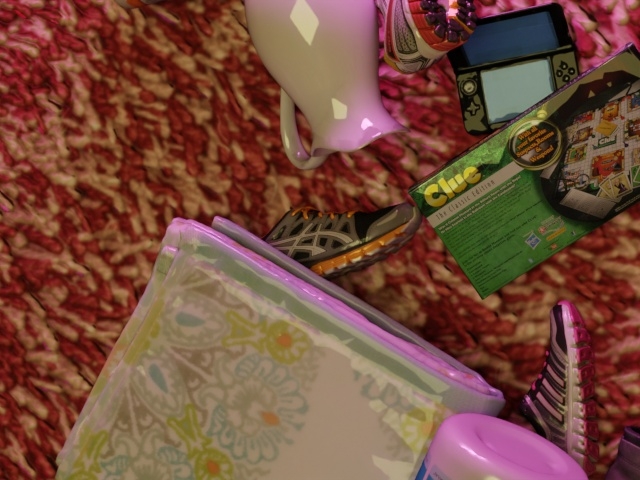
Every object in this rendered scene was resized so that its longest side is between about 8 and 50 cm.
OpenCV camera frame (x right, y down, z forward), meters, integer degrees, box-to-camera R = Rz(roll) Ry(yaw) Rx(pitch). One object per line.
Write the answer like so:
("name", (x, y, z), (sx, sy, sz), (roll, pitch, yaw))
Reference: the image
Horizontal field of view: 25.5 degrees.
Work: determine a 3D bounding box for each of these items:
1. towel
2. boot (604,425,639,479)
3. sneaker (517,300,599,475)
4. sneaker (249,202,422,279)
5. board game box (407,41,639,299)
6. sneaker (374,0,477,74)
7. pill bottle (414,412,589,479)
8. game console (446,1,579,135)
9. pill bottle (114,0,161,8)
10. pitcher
("towel", (-0.052, 0.191, 1.387), (0.374, 0.090, 0.320), (31, 103, 14))
("boot", (0.378, 0.342, 1.317), (0.338, 0.118, 0.223), (35, 100, 13))
("sneaker", (0.227, 0.145, 1.383), (0.075, 0.063, 0.170), (-5, 85, 26))
("sneaker", (0.000, 0.000, 1.437), (0.215, 0.084, 0.083), (-21, 80, 17))
("board game box", (0.228, -0.065, 1.377), (0.259, 0.030, 0.136), (-33, 99, 15))
("sneaker", (0.087, -0.256, 1.358), (0.088, 0.225, 0.093), (24, 138, -25))
("pill bottle", (0.125, 0.298, 1.258), (0.146, 0.146, 0.264), (26, 105, 14))
("game console", (0.186, -0.165, 1.377), (0.122, 0.071, 0.107), (-10, 89, 17))
("pill bottle", (-0.116, -0.319, 1.435), (0.221, 0.121, 0.121), (-13, 89, 16))
("pitcher", (-0.011, -0.178, 1.403), (0.178, 0.125, 0.207), (-20, 90, 54))
